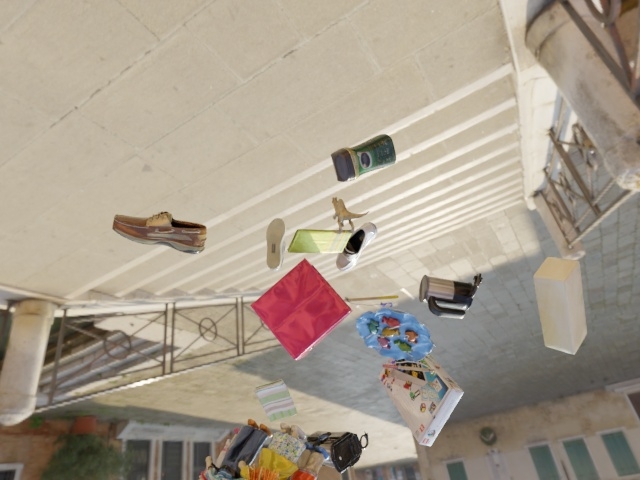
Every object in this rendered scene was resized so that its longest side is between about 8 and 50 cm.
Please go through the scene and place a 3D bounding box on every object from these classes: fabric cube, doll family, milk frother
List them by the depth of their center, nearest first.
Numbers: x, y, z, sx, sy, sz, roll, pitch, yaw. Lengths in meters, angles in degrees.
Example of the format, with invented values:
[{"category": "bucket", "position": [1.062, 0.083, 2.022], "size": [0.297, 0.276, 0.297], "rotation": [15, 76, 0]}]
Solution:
[{"category": "doll family", "position": [-0.123, 0.394, 0.736], "size": [0.263, 0.163, 0.118], "rotation": [-5, 121, 31]}, {"category": "milk frother", "position": [0.363, 0.132, 1.199], "size": [0.135, 0.129, 0.143], "rotation": [9, 115, -3]}, {"category": "fabric cube", "position": [-0.058, 0.253, 1.595], "size": [0.258, 0.259, 0.254], "rotation": [-41, 168, -3]}]

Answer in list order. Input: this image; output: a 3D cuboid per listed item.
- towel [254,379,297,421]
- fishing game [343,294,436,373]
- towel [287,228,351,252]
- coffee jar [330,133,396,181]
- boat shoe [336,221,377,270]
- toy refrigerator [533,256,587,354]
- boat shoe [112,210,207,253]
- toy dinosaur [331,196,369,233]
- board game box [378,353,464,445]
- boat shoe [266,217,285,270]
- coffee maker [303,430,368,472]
[{"category": "towel", "position": [-0.158, 0.575, 1.532], "size": [0.113, 0.023, 0.152], "rotation": [-19, 106, 8]}, {"category": "fishing game", "position": [0.169, 0.228, 0.995], "size": [0.189, 0.041, 0.264], "rotation": [-4, 127, 32]}, {"category": "towel", "position": [0.000, 0.000, 1.510], "size": [0.237, 0.021, 0.102], "rotation": [1, 128, -36]}, {"category": "coffee jar", "position": [0.121, -0.234, 1.228], "size": [0.184, 0.079, 0.096], "rotation": [-23, 109, -22]}, {"category": "boat shoe", "position": [0.118, 0.029, 1.659], "size": [0.084, 0.095, 0.258], "rotation": [-19, 147, -47]}, {"category": "toy refrigerator", "position": [0.693, 0.188, 1.244], "size": [0.094, 0.102, 0.269], "rotation": [11, 132, 49]}, {"category": "boat shoe", "position": [-0.567, -0.049, 1.549], "size": [0.324, 0.122, 0.120], "rotation": [14, 110, -25]}, {"category": "toy dinosaur", "position": [0.064, -0.064, 1.148], "size": [0.053, 0.183, 0.092], "rotation": [-13, 115, -22]}, {"category": "board game box", "position": [0.297, 0.447, 1.334], "size": [0.053, 0.305, 0.193], "rotation": [23, 102, -21]}, {"category": "boat shoe", "position": [-0.187, 0.021, 1.801], "size": [0.079, 0.227, 0.081], "rotation": [2, 161, 3]}, {"category": "coffee maker", "position": [0.046, 0.716, 1.468], "size": [0.171, 0.120, 0.178], "rotation": [16, 153, -36]}]
